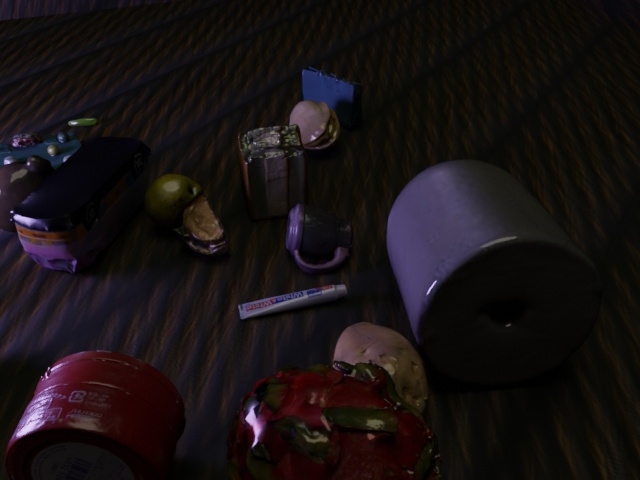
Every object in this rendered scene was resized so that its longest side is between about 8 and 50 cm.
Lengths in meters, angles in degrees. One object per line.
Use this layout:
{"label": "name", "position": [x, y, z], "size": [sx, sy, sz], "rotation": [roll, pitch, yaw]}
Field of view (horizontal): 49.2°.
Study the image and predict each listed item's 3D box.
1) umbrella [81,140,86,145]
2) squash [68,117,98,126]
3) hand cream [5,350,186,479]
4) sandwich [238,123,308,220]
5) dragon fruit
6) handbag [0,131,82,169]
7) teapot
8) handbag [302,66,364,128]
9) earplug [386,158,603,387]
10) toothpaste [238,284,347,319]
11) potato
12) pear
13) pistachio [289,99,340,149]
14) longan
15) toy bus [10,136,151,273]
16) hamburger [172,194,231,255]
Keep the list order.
{"label": "umbrella", "position": [-0.663, -0.257, 1.975], "size": [0.022, 0.013, 0.122], "rotation": [6, 27, -30]}
{"label": "squash", "position": [-0.717, -0.357, 2.112], "size": [0.089, 0.027, 0.027], "rotation": [-7, 35, -7]}
{"label": "hand cream", "position": [-0.315, 0.283, 0.994], "size": [0.230, 0.230, 0.149], "rotation": [2, 33, 4]}
{"label": "sandwich", "position": [-0.119, -0.193, 1.705], "size": [0.155, 0.198, 0.227], "rotation": [-8, 35, -9]}
{"label": "dragon fruit", "position": [0.020, 0.291, 0.967], "size": [0.303, 0.231, 0.237], "rotation": [3, 17, 3]}
{"label": "handbag", "position": [-0.744, -0.199, 1.813], "size": [0.269, 0.100, 0.274], "rotation": [-18, 39, -22]}
{"label": "teapot", "position": [0.002, -0.009, 1.515], "size": [0.146, 0.116, 0.148], "rotation": [7, 30, -7]}
{"label": "handbag", "position": [0.033, -0.431, 2.097], "size": [0.057, 0.144, 0.221], "rotation": [-29, 44, -32]}
{"label": "earplug", "position": [0.277, 0.029, 1.285], "size": [0.313, 0.312, 0.394], "rotation": [-5, 32, -7]}
{"label": "toothpaste", "position": [-0.055, 0.122, 1.396], "size": [0.218, 0.033, 0.052], "rotation": [-11, 31, -7]}
{"label": "potato", "position": [0.093, 0.216, 1.154], "size": [0.161, 0.128, 0.234], "rotation": [-15, 34, 16]}
{"label": "pear", "position": [-0.347, -0.100, 1.613], "size": [0.104, 0.141, 0.141], "rotation": [45, 42, -5]}
{"label": "pistachio", "position": [-0.017, -0.315, 1.965], "size": [0.145, 0.117, 0.200], "rotation": [-39, 44, 11]}
{"label": "longan", "position": [-0.674, -0.112, 1.602], "size": [0.159, 0.204, 0.185], "rotation": [37, 31, 3]}
{"label": "toy bus", "position": [-0.521, -0.079, 1.577], "size": [0.171, 0.162, 0.386], "rotation": [5, 35, 12]}
{"label": "hamburger", "position": [-0.269, -0.017, 1.563], "size": [0.102, 0.087, 0.176], "rotation": [-28, 51, -8]}
